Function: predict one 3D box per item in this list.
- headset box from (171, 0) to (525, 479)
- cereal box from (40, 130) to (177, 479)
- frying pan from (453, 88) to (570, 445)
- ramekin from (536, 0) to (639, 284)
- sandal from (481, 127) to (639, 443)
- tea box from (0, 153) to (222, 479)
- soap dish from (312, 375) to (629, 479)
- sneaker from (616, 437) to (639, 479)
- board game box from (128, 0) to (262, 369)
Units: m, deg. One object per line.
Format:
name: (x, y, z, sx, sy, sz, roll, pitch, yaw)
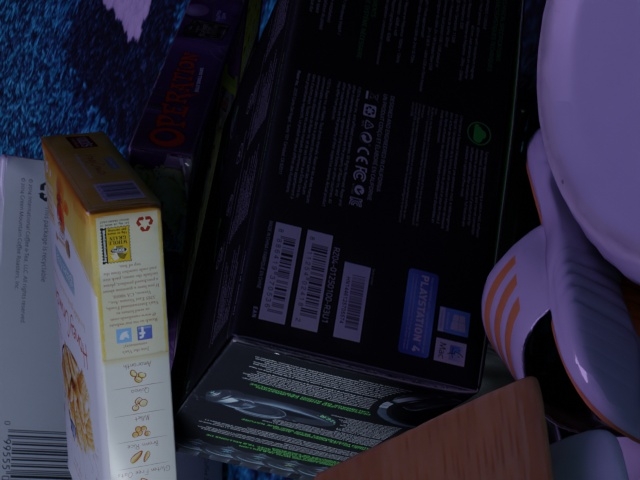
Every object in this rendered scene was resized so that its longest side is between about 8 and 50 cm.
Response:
headset box: (0.000, 0.000, 0.771, 0.283, 0.131, 0.246, 127, 156, -64)
cereal box: (-0.131, 0.068, 0.782, 0.173, 0.047, 0.240, -140, 46, -63)
frying pan: (0.086, 0.094, 0.763, 0.197, 0.053, 0.326, -26, 56, 53)
ramekin: (0.203, -0.083, 0.520, 0.273, 0.127, 0.273, -29, 56, 57)
sandal: (0.125, 0.033, 0.609, 0.076, 0.102, 0.265, -49, 14, 23)
tea box: (-0.252, 0.130, 1.209, 0.323, 0.219, 0.329, -29, 58, 57)
soap dish: (0.058, 0.214, 0.498, 0.291, 0.118, 0.229, 85, -178, -61)
sneaker: (0.169, 0.142, 0.488, 0.305, 0.152, 0.114, 36, 115, 61)
board game box: (-0.093, -0.080, 0.973, 0.347, 0.056, 0.208, -80, -4, -52)
